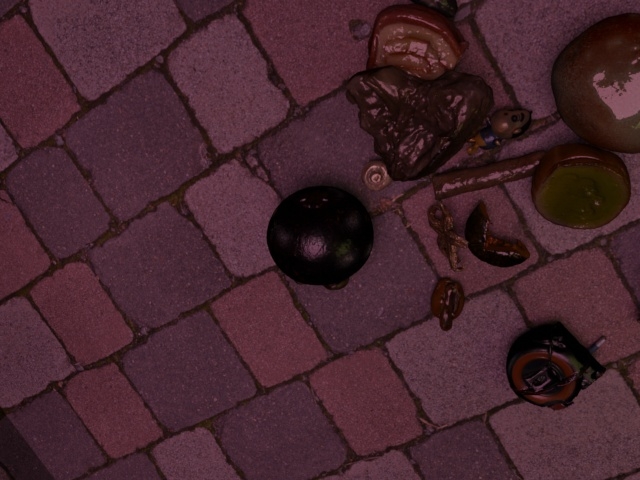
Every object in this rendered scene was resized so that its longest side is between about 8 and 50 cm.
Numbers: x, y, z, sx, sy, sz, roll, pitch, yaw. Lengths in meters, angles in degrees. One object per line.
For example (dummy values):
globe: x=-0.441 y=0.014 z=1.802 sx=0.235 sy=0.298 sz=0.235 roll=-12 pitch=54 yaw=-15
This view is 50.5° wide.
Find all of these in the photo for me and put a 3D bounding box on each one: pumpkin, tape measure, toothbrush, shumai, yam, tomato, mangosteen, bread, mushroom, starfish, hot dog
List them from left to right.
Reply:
mangosteen: x=0.000 y=0.000 z=1.755 sx=0.287 sy=0.288 sz=0.288 roll=5 pitch=110 yaw=13
mushroom: x=0.146 y=-0.169 z=1.761 sx=0.083 sy=0.067 sz=0.084 roll=2 pitch=103 yaw=11
shumai: x=0.219 y=-0.308 z=1.606 sx=0.283 sy=0.217 sz=0.346 roll=47 pitch=142 yaw=10
bread: x=0.226 y=-0.457 z=1.597 sx=0.244 sy=0.123 sz=0.190 roll=9 pitch=127 yaw=9
starfish: x=0.322 y=-0.014 z=1.746 sx=0.150 sy=0.053 sz=0.210 roll=33 pitch=147 yaw=46
hot dog: x=0.341 y=0.173 z=1.837 sx=0.089 sy=0.060 sz=0.140 roll=19 pitch=116 yaw=12
pumpkin: x=0.432 y=0.004 z=1.723 sx=0.183 sy=0.119 sz=0.107 roll=46 pitch=112 yaw=2
yam: x=0.426 y=-0.163 z=1.694 sx=0.299 sy=0.066 sz=0.066 roll=-12 pitch=106 yaw=18
tape measure: x=0.598 y=0.333 z=1.785 sx=0.202 sy=0.135 sz=0.223 roll=46 pitch=119 yaw=1
toothbrush: x=0.672 y=0.355 z=1.839 sx=0.025 sy=0.019 sz=0.276 roll=38 pitch=114 yaw=7
bread: x=0.613 y=-0.124 z=1.606 sx=0.236 sy=0.070 sz=0.236 roll=10 pitch=140 yaw=9
tomato: x=0.663 y=-0.344 z=1.473 sx=0.303 sy=0.239 sz=0.304 roll=5 pitch=108 yaw=15

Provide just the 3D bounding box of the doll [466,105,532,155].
doll: x=0.430 y=-0.271 z=1.647 sx=0.179 sy=0.102 sz=0.089 roll=-25 pitch=144 yaw=17

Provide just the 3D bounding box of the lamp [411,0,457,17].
lamp: x=0.224 y=-0.609 z=1.572 sx=0.250 sy=0.101 sz=0.101 roll=36 pitch=114 yaw=-13

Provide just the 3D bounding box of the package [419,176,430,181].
package: x=0.271 y=-0.205 z=1.744 sx=0.037 sy=0.015 sz=0.110 roll=10 pitch=109 yaw=16

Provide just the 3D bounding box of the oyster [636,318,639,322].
oyster: x=0.890 y=0.093 z=1.615 sx=0.237 sy=0.115 sz=0.351 roll=-16 pitch=126 yaw=-3
